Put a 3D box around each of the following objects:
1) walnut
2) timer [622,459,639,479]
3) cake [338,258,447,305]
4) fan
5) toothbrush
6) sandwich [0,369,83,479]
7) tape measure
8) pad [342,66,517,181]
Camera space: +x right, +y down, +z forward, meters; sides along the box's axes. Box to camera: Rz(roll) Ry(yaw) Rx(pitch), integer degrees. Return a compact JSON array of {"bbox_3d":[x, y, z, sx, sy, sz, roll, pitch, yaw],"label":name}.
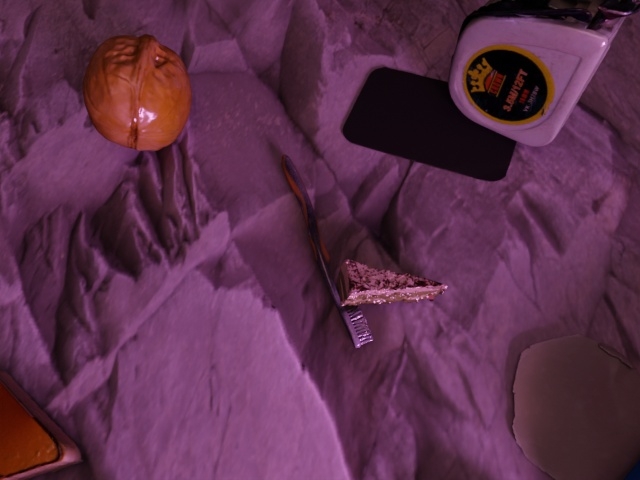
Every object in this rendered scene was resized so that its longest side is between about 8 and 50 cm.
[{"bbox_3d":[-0.284,-0.235,0.742,0.159,0.159,0.207,-6,55,1],"label":"walnut"},{"bbox_3d":[0.467,0.298,0.428,0.340,0.115,0.309,-38,66,-13],"label":"timer"},{"bbox_3d":[0.090,0.066,0.602,0.139,0.051,0.055,12,57,-1],"label":"cake"},{"bbox_3d":[0.379,0.207,0.541,0.309,0.010,0.182,7,67,8],"label":"fan"},{"bbox_3d":[-0.003,0.001,0.670,0.031,0.023,0.321,-18,63,-13],"label":"toothbrush"},{"bbox_3d":[-0.394,0.216,0.567,0.192,0.058,0.163,-18,62,-3],"label":"sandwich"},{"bbox_3d":[0.288,-0.268,0.663,0.207,0.235,0.115,34,67,19],"label":"tape measure"},{"bbox_3d":[0.184,-0.196,0.769,0.267,0.004,0.181,19,65,13],"label":"pad"}]
